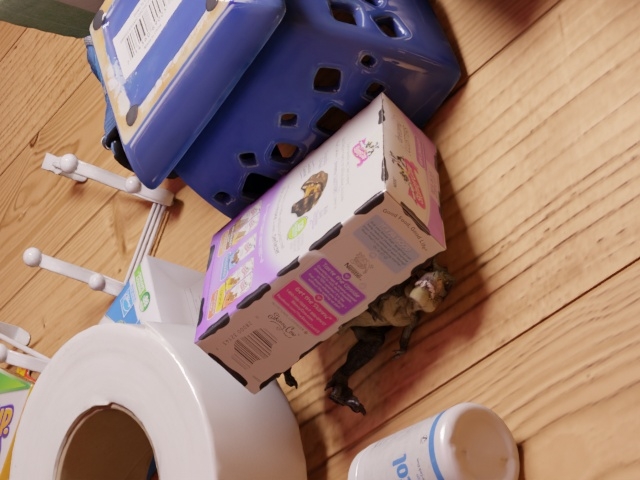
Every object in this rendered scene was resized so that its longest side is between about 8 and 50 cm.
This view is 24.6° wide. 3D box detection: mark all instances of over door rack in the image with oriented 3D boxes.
[{"bbox_3d":[-0.296,0.026,1.640,0.324,0.108,0.240,16,85,60],"label":"over door rack"}]

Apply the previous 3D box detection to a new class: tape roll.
[{"bbox_3d":[-0.140,0.209,1.209,0.286,0.100,0.286,-10,76,46],"label":"tape roll"}]

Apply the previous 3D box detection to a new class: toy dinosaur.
[{"bbox_3d":[0.016,0.067,1.160,0.268,0.064,0.118,2,59,59],"label":"toy dinosaur"}]

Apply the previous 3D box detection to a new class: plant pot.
[{"bbox_3d":[-0.057,-0.160,1.242,0.236,0.212,0.236,-50,43,30],"label":"plant pot"}]

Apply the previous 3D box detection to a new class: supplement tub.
[{"bbox_3d":[0.076,0.158,0.996,0.107,0.071,0.071,-34,45,45],"label":"supplement tub"}]

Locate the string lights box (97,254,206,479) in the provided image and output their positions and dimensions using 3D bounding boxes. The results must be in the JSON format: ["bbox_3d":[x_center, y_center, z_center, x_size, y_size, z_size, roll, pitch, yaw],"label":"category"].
[{"bbox_3d":[-0.191,0.157,1.417,0.260,0.076,0.133,-52,36,26],"label":"string lights box"}]

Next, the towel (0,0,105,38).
[{"bbox_3d":[-0.135,-0.283,1.365,0.324,0.248,0.038,-26,88,12],"label":"towel"}]

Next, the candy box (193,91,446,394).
[{"bbox_3d":[0.000,0.000,1.132,0.196,0.070,0.165,-39,22,22],"label":"candy box"}]

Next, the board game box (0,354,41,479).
[{"bbox_3d":[-0.378,0.261,1.702,0.124,0.039,0.259,10,78,59],"label":"board game box"}]

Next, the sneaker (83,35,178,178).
[{"bbox_3d":[-0.192,-0.147,1.550,0.330,0.129,0.147,-143,67,-70],"label":"sneaker"}]
